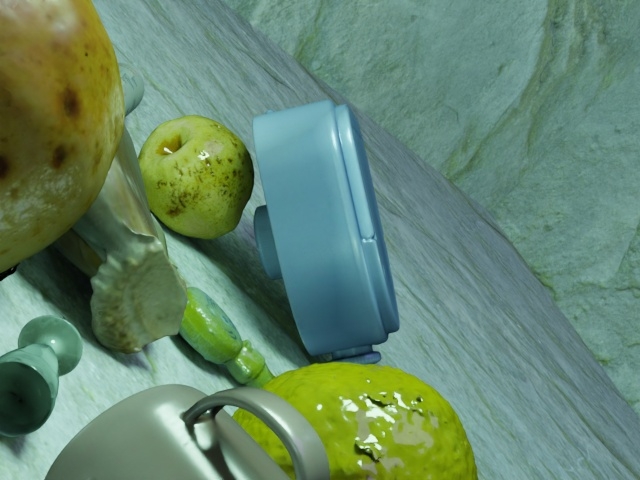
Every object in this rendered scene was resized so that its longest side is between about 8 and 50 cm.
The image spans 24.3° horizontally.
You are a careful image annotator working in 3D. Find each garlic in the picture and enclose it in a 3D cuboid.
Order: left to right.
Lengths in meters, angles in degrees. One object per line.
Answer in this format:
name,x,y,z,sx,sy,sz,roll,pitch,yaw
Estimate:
garlic,-0.249,-0.043,1.660,0.279,0.132,0.325,78,-13,-47

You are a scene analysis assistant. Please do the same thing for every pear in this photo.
pear,-0.173,-0.084,2.086,0.178,0.178,0.178,42,14,-12

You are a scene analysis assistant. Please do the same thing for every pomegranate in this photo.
pomegranate,-0.349,-0.114,1.254,0.410,0.410,0.410,42,14,-12

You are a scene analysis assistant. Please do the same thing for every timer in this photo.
timer,0.000,0.000,2.099,0.395,0.173,0.395,-12,90,-87

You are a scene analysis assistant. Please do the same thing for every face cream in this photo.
face cream,-0.312,-0.218,2.211,0.082,0.082,0.269,43,13,-8

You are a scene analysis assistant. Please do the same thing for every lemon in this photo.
lemon,0.020,0.247,1.408,0.268,0.268,0.322,49,-18,18

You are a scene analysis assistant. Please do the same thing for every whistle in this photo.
whistle,-0.111,0.138,1.810,0.198,0.057,0.104,48,6,-18

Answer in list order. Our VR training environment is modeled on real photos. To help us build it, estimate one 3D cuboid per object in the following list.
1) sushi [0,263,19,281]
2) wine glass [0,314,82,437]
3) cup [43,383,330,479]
sushi,-0.361,-0.060,1.491,0.212,0.115,0.147,49,8,6
wine glass,-0.265,0.121,1.359,0.073,0.073,0.155,43,10,-8
cup,-0.094,0.214,1.187,0.191,0.253,0.200,-9,49,-50
